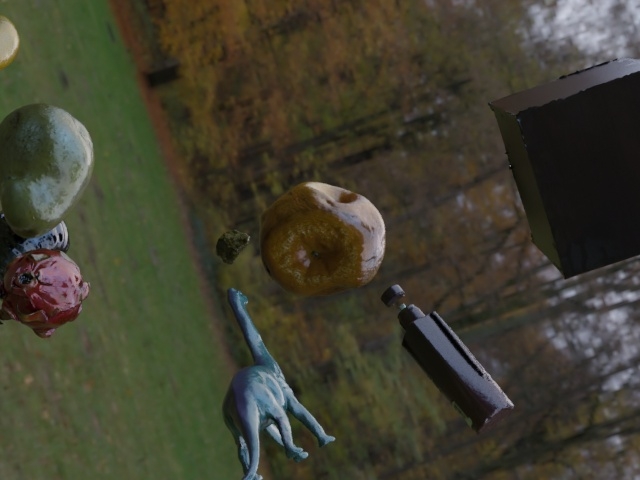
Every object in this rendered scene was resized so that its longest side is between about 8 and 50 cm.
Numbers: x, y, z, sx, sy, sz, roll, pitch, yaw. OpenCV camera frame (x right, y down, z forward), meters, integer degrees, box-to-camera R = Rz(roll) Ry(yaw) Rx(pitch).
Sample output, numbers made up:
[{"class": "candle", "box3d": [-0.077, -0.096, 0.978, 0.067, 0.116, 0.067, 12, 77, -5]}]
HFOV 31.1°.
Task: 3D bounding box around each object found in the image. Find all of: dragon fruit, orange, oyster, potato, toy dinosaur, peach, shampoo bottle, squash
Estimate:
[{"class": "dragon fruit", "box3d": [-0.408, 0.074, 1.699, 0.166, 0.133, 0.136, 89, 12, -79]}, {"class": "orange", "box3d": [0.000, 0.000, 2.203, 0.183, 0.249, 0.249, -78, 155, -60]}, {"class": "oyster", "box3d": [-0.153, 0.008, 1.957, 0.051, 0.034, 0.093, 56, -46, 21]}, {"class": "potato", "box3d": [-0.423, -0.100, 1.735, 0.157, 0.157, 0.194, 80, 15, -67]}, {"class": "toy dinosaur", "box3d": [-0.130, 0.217, 1.847, 0.331, 0.129, 0.383, 58, 14, 12]}, {"class": "peach", "box3d": [-0.671, -0.375, 2.223, 0.179, 0.179, 0.103, -115, -168, -59]}, {"class": "shampoo bottle", "box3d": [0.162, 0.152, 1.538, 0.236, 0.067, 0.068, 52, -30, 28]}, {"class": "squash", "box3d": [-0.542, 0.017, 2.063, 0.156, 0.193, 0.193, 28, 3, -9]}]

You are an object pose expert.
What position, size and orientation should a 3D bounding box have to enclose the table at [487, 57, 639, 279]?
[{"class": "table", "box3d": [0.286, -0.083, 1.160, 0.193, 0.172, 0.169, -88, 159, -80]}]
